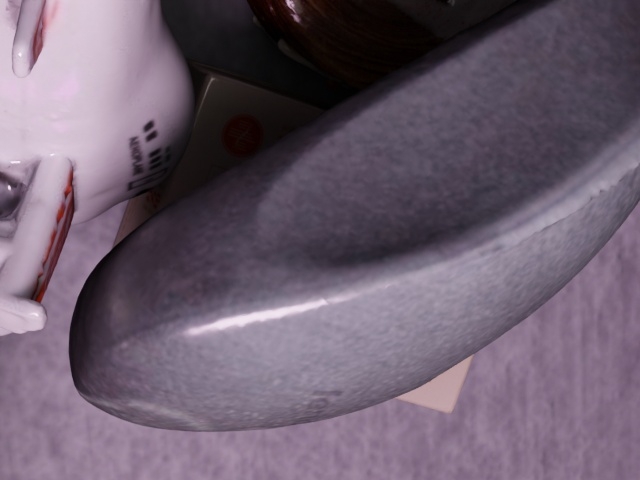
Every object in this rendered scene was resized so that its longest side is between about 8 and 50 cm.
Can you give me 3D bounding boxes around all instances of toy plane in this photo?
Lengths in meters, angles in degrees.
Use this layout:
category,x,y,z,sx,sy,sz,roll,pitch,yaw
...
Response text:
category,x,y,z,sx,sy,sz,roll,pitch,yaw
toy plane,-0.105,-0.079,0.649,0.118,0.252,0.252,14,100,-7

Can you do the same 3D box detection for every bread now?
category,x,y,z,sx,sy,sz,roll,pitch,yaw
bread,0.036,-0.149,0.766,0.160,0.073,0.160,-5,103,-21

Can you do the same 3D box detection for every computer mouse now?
category,x,y,z,sx,sy,sz,roll,pitch,yaw
computer mouse,0.063,-0.014,0.678,0.374,0.203,0.114,-32,81,-18

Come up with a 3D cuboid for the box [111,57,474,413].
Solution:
category,x,y,z,sx,sy,sz,roll,pitch,yaw
box,0.000,0.000,0.801,0.201,0.058,0.141,16,99,-25
